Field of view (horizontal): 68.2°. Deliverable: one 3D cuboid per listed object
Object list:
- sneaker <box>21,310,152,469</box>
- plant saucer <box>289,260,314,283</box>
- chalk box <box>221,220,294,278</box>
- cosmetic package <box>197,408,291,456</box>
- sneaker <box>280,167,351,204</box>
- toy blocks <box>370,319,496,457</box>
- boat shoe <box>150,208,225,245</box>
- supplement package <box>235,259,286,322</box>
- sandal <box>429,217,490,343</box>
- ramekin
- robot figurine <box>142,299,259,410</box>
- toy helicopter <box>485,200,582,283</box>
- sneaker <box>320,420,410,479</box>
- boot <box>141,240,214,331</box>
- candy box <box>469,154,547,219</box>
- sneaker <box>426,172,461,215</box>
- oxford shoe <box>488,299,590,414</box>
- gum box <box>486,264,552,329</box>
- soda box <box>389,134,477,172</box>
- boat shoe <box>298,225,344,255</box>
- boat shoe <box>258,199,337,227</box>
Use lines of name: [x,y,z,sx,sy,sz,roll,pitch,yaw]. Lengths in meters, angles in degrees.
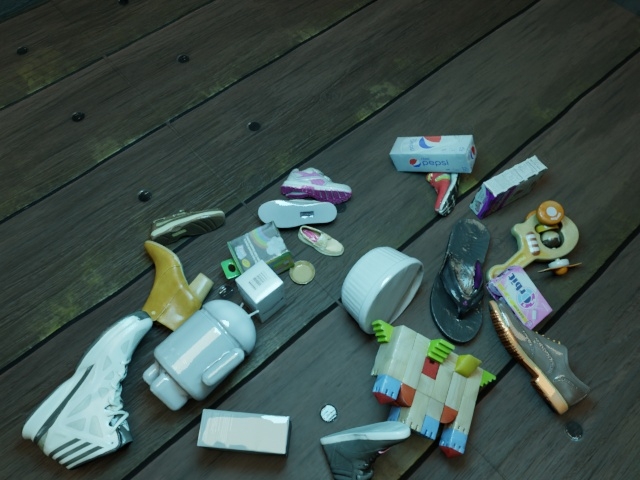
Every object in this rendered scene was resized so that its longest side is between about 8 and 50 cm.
sneaker: [-0.580,0.435,1.341,0.258,0.169,0.447,36,75,7]
plant saucer: [-0.061,0.108,1.574,0.084,0.015,0.083,0,63,0]
chalk box: [-0.212,0.056,1.531,0.213,0.132,0.132,-26,66,-6]
cosmetic package: [-0.201,0.528,1.292,0.238,0.127,0.107,3,62,-1]
sneaker: [-0.010,-0.205,1.689,0.253,0.103,0.111,11,65,4]
toy blocks: [0.280,0.419,1.305,0.382,0.191,0.260,30,65,-13]
boat shoe: [-0.460,-0.071,1.622,0.258,0.095,0.095,-17,58,-9]
supplement package: [-0.180,0.160,1.453,0.105,0.179,0.105,-39,69,-19]
sandal: [0.458,0.108,1.527,0.168,0.107,0.445,12,63,6]
ramekin: [0.180,0.141,1.429,0.273,0.272,0.127,-40,56,-19]
robot figurine: [-0.329,0.312,1.360,0.353,0.199,0.300,-44,36,-21]
toy helicopter: [0.708,0.053,1.569,0.355,0.140,0.235,-37,77,-7]
sneaker: [0.130,0.564,1.226,0.105,0.296,0.146,2,66,-47]
boot: [-0.509,0.147,1.502,0.295,0.104,0.211,32,68,14]
candy box: [0.653,-0.184,1.652,0.234,0.159,0.071,-26,67,-14]
sneaker: [0.440,-0.206,1.713,0.119,0.107,0.278,6,58,24]
oxford shoe: [0.635,0.318,1.396,0.133,0.130,0.363,-33,76,3]
gum box: [0.616,0.175,1.475,0.107,0.062,0.188,-37,92,-12]
soda box: [0.399,-0.308,1.681,0.287,0.098,0.091,7,58,37]
boat shoe: [0.000,0.000,1.606,0.170,0.059,0.062,22,64,11]
boat shoe: [-0.080,-0.100,1.640,0.268,0.088,0.096,-6,97,-6]
